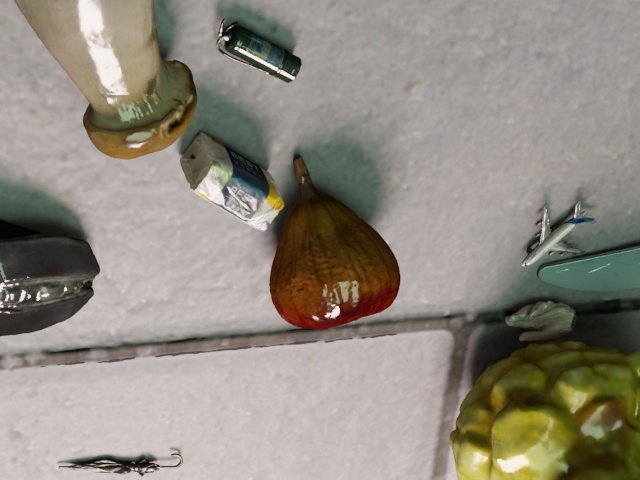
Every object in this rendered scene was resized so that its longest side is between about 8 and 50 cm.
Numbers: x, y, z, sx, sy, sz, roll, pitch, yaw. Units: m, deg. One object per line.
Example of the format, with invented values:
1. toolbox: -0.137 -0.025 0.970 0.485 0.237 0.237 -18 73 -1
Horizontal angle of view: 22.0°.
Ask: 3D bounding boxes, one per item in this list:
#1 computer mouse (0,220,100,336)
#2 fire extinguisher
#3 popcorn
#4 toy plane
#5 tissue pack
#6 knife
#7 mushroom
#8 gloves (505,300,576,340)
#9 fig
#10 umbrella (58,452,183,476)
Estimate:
1. computer mouse: -0.284 0.034 1.421 0.192 0.062 0.105 6 118 -21
2. fire extinguisher: -0.058 -0.161 1.405 0.083 0.025 0.038 26 132 -30
3. popcorn: 0.266 0.220 1.624 0.258 0.270 0.224 -31 172 -28
4. toy plane: 0.228 -0.003 1.602 0.084 0.024 0.078 -35 126 11
5. tissue pack: -0.077 -0.051 1.441 0.083 0.062 0.042 30 111 -31
6. knife: 0.343 0.016 1.656 0.260 0.034 0.063 -14 130 -3
7. mushroom: -0.180 -0.218 1.270 0.128 0.128 0.350 -21 128 -6
8. gloves: 0.225 0.082 1.643 0.081 0.037 0.044 8 90 -12
9. fig: -0.003 0.013 1.502 0.119 0.153 0.119 -33 167 -9
10. umbrella: -0.193 0.220 1.595 0.122 0.013 0.022 -3 109 -17
